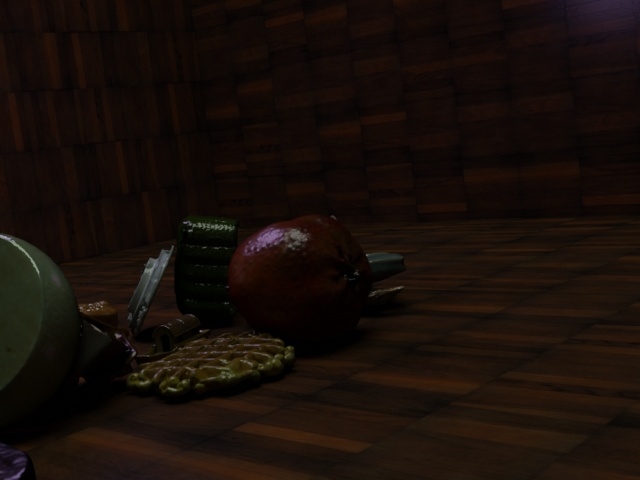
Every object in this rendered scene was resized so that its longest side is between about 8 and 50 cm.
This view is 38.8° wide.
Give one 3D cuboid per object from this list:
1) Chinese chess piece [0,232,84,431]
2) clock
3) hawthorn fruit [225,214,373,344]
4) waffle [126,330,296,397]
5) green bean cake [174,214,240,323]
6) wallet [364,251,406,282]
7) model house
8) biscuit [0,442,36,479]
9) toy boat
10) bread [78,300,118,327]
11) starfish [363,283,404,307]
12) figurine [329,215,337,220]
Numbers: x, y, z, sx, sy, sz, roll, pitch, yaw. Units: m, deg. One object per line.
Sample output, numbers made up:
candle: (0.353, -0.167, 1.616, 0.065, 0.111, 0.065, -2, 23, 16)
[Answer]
Chinese chess piece: (-0.578, 0.157, 1.529, 0.349, 0.350, 0.146, -6, -26, 10)
clock: (-0.414, 0.115, 2.163, 0.053, 0.237, 0.236, 23, 4, -7)
hawthorn fruit: (-0.067, 0.086, 1.876, 0.330, 0.287, 0.287, -10, 4, 32)
waffle: (-0.198, 0.227, 1.690, 0.300, 0.058, 0.281, -14, 9, -39)
green bean cake: (-0.278, 0.067, 2.233, 0.156, 0.250, 0.247, 4, 5, -5)
wallet: (0.058, 0.086, 2.223, 0.252, 0.083, 0.360, -15, -2, -16)
model house: (-0.471, 0.220, 1.685, 0.219, 0.199, 0.229, 36, -5, 22)
biscuit: (-0.538, 0.333, 1.053, 0.407, 0.091, 0.407, -6, 5, 1)
toy boat: (-0.300, 0.207, 1.840, 0.068, 0.088, 0.226, -4, 7, 24)
bread: (-0.662, 0.206, 2.084, 0.380, 0.109, 0.185, -11, 21, -33)
starfish: (0.093, 0.129, 2.098, 0.235, 0.062, 0.277, -14, -10, 21)
figurine: (0.000, 0.000, 2.217, 0.125, 0.125, 0.138, -8, 26, -7)
